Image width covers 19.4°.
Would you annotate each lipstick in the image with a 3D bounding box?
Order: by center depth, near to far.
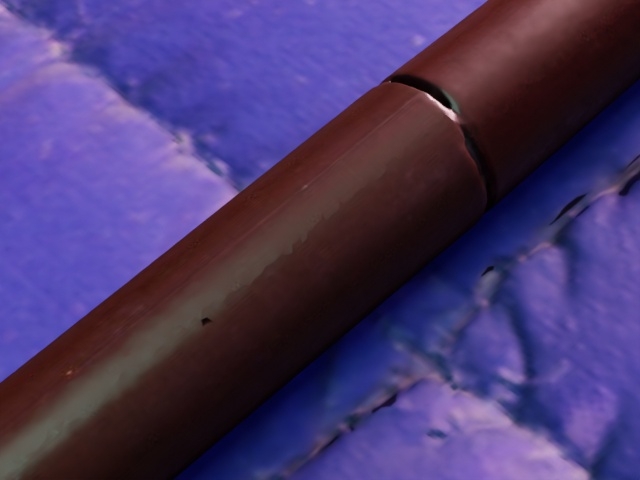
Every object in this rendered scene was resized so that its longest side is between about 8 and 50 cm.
[{"bbox_3d":[0.000,0.000,0.578,0.057,0.057,0.357,36,62,28],"label":"lipstick"}]
